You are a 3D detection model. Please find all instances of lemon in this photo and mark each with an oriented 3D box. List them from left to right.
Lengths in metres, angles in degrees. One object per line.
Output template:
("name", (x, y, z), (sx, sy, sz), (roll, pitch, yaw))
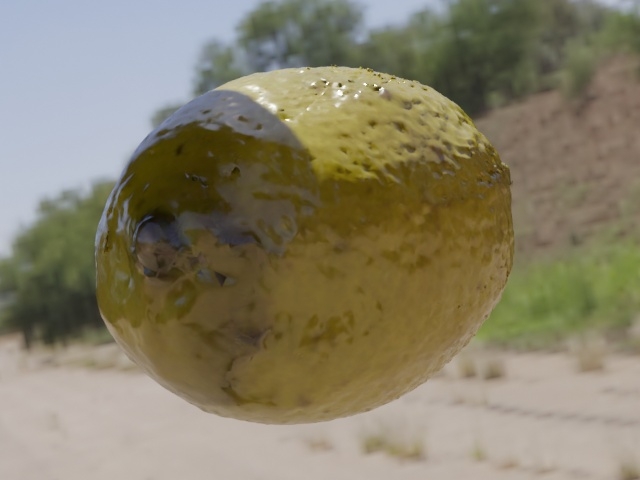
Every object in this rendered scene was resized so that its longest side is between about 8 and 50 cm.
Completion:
("lemon", (0.000, 0.000, 0.447), (0.110, 0.082, 0.082), (-14, 0, -36))
